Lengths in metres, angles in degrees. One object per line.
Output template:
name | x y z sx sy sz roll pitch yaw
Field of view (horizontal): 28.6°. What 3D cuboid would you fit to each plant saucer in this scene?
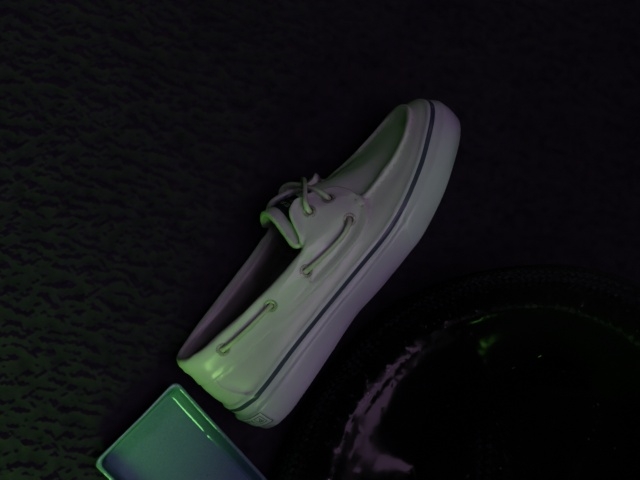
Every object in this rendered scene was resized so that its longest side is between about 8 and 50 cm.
plant saucer | -0.051 0.174 0.759 0.067 0.018 0.192 -45 109 -17

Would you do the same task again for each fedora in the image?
fedora | 0.128 0.188 0.746 0.334 0.334 0.152 -56 150 -13

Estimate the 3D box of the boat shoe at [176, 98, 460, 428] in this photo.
boat shoe | 0.000 0.000 0.741 0.076 0.083 0.226 36 78 -22
